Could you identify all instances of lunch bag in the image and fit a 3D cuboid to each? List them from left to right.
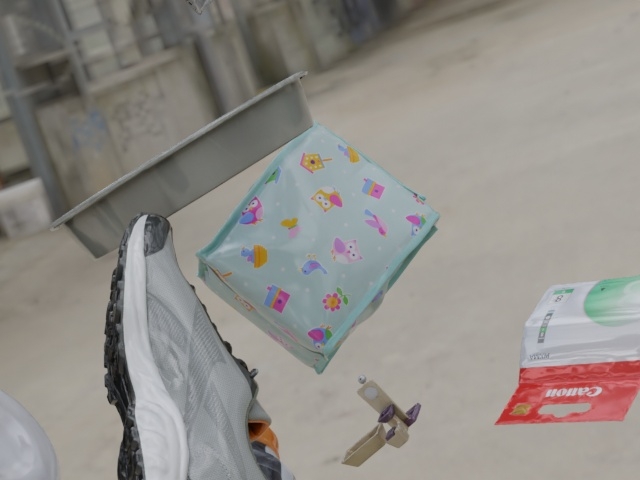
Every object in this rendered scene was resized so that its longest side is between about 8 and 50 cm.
[{"bbox_3d":[0.000,0.000,1.998,0.262,0.223,0.160,-51,-7,-17],"label":"lunch bag"}]

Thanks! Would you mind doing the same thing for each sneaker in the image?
[{"bbox_3d":[-0.097,0.097,1.117,0.108,0.272,0.100,-3,-37,-16],"label":"sneaker"}]

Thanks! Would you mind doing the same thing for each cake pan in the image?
[{"bbox_3d":[-0.125,-0.069,1.515,0.293,0.054,0.293,-32,4,3],"label":"cake pan"}]

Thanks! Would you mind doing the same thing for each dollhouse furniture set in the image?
[{"bbox_3d":[0.045,0.219,1.832,0.114,0.081,0.091,-43,7,25],"label":"dollhouse furniture set"}]

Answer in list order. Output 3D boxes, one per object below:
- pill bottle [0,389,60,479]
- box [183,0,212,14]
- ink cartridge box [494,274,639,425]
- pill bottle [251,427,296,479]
[{"bbox_3d":[-0.504,0.367,1.844,0.408,0.229,0.229,-51,-1,20],"label":"pill bottle"},{"bbox_3d":[-0.082,-0.343,1.496,0.233,0.044,0.159,-48,-24,2],"label":"box"},{"bbox_3d":[0.316,0.129,1.869,0.181,0.056,0.225,-8,28,40],"label":"ink cartridge box"},{"bbox_3d":[-0.083,0.286,1.481,0.130,0.130,0.246,-16,42,15],"label":"pill bottle"}]
